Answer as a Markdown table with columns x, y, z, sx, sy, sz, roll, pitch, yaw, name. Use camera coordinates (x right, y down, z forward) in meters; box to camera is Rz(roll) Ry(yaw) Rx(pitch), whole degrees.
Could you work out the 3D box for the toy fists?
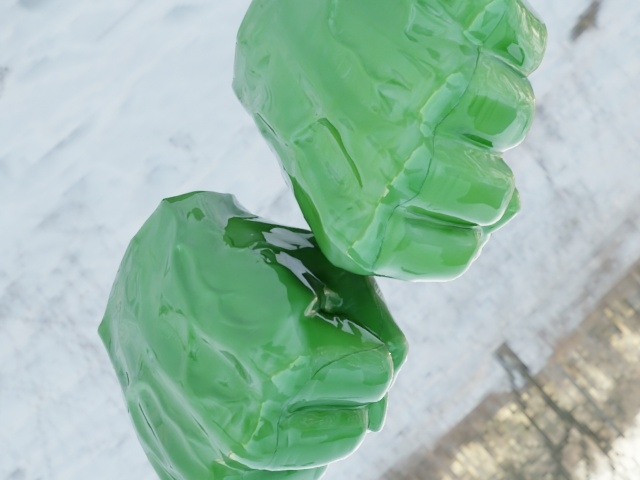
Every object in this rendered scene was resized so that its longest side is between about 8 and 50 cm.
| x | y | z | sx | sy | sz | roll | pitch | yaw | name |
| --- | --- | --- | --- | --- | --- | --- | --- | --- | --- |
| 0.000 | 0.000 | 0.558 | 0.096 | 0.142 | 0.279 | 17 | 114 | -33 | toy fists |
